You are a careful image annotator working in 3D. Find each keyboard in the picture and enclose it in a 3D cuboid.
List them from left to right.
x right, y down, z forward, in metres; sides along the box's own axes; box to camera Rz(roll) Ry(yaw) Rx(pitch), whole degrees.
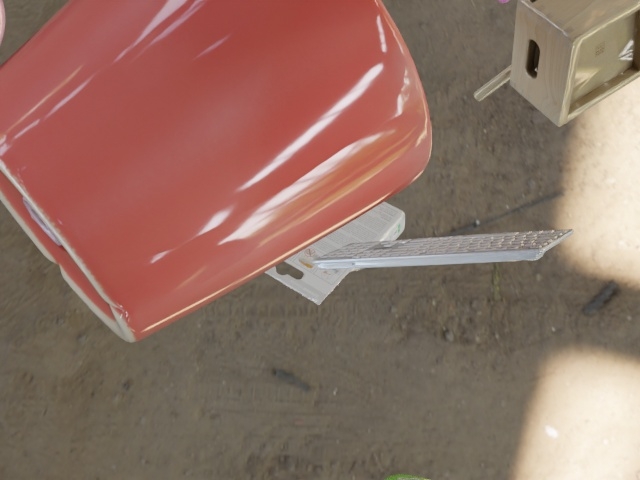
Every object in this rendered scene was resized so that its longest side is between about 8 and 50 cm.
[{"bbox_3d":[0.110,0.007,0.922,0.256,0.072,0.014,-4,108,39],"label":"keyboard"}]

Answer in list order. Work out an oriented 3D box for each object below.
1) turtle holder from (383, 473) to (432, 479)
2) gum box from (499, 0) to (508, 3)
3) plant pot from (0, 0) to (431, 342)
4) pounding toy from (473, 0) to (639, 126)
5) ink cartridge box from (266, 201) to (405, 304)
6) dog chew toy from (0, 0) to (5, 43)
[{"bbox_3d":[0.018,0.318,0.620,0.243,0.320,0.227,-14,147,-8],"label":"turtle holder"},{"bbox_3d":[0.091,-0.175,0.419,0.107,0.188,0.062,24,83,-16],"label":"gum box"},{"bbox_3d":[-0.100,-0.078,0.678,0.243,0.275,0.275,-39,112,-17],"label":"plant pot"},{"bbox_3d":[0.225,-0.180,0.887,0.130,0.100,0.141,-31,148,-15],"label":"pounding toy"},{"bbox_3d":[0.000,0.000,1.540,0.181,0.225,0.056,29,151,26],"label":"ink cartridge box"},{"bbox_3d":[-0.595,-0.347,1.295,0.206,0.206,0.332,-37,139,15],"label":"dog chew toy"}]
